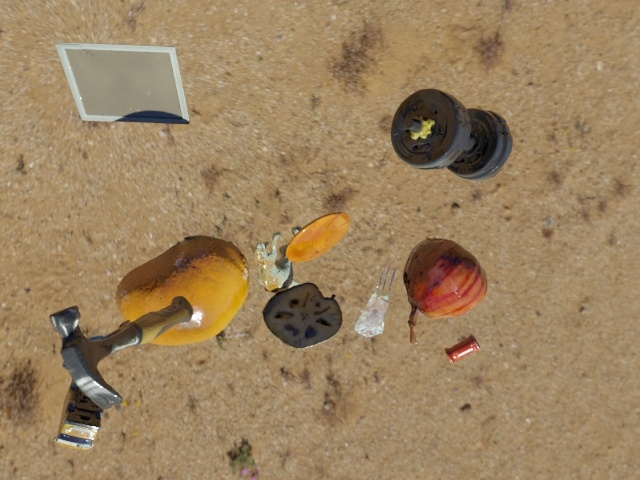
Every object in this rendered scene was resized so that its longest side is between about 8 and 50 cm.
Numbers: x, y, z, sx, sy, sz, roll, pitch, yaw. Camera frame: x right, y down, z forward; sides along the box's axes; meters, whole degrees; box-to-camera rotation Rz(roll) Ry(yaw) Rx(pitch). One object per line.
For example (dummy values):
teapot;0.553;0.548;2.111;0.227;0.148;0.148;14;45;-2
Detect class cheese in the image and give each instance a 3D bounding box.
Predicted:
cheese;-0.279;0.131;0.812;0.017;0.111;0.047;38;119;13

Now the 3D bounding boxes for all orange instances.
orange;-0.322;0.128;1.578;0.310;0.274;0.274;-45;115;-18

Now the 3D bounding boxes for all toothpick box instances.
toothpick box;0.359;0.276;1.649;0.083;0.047;0.047;-31;115;15

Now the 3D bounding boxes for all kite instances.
kite;0.168;0.160;1.793;0.127;0.016;0.229;21;92;-50

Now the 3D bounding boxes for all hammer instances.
hammer;-0.149;0.079;0.537;0.021;0.201;0.078;-21;89;11

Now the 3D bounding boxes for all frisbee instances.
frisbee;0.000;0.000;1.666;0.192;0.035;0.192;-28;155;-15

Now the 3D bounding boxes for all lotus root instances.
lotus root;-0.046;0.210;1.708;0.204;0.183;0.078;-15;148;-14

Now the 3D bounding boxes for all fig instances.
fig;0.172;0.063;0.950;0.128;0.128;0.150;25;128;-24

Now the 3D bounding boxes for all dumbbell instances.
dumbbell;0.319;-0.246;1.554;0.388;0.185;0.185;3;106;-50

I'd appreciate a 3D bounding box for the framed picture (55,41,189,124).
framed picture;-0.489;-0.395;1.637;0.296;0.019;0.232;4;137;3

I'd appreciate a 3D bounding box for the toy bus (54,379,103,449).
toy bus;-0.646;0.466;1.749;0.098;0.201;0.114;21;107;-22

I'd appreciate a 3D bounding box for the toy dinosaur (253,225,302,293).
toy dinosaur;-0.100;0.079;1.783;0.092;0.205;0.392;4;140;17
